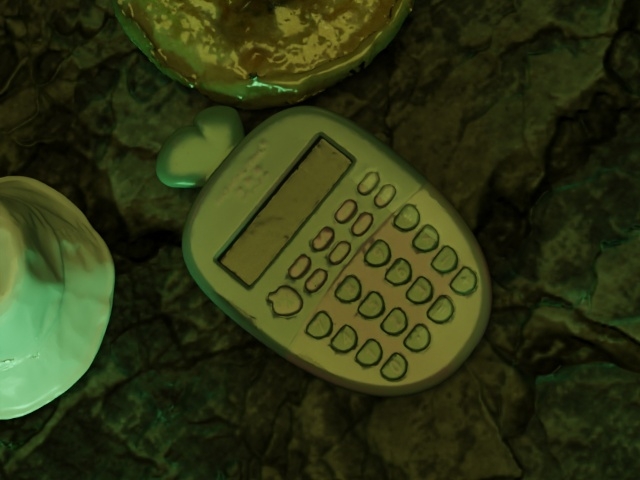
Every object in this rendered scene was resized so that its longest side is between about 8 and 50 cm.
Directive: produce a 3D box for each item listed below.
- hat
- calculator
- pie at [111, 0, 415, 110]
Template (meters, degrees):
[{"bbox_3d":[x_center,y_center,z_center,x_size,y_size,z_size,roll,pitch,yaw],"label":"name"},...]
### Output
[{"bbox_3d":[-0.266,0.034,1.247,0.203,0.126,0.203,-1,77,7],"label":"hat"},{"bbox_3d":[0.000,0.000,1.262,0.299,0.041,0.185,37,84,12],"label":"calculator"},{"bbox_3d":[-0.045,-0.239,1.317,0.274,0.055,0.274,-2,77,8],"label":"pie"}]
